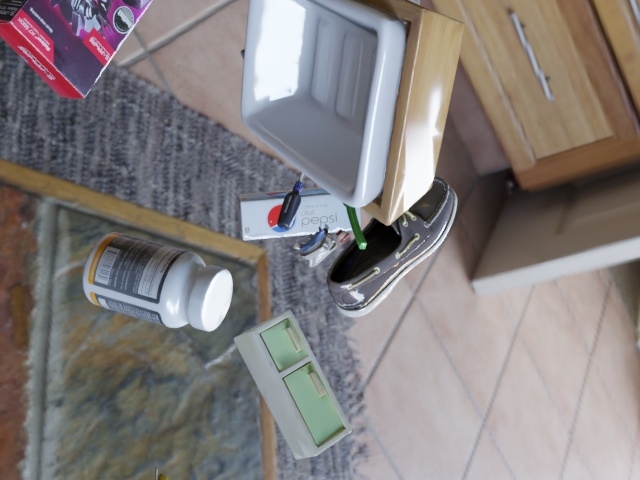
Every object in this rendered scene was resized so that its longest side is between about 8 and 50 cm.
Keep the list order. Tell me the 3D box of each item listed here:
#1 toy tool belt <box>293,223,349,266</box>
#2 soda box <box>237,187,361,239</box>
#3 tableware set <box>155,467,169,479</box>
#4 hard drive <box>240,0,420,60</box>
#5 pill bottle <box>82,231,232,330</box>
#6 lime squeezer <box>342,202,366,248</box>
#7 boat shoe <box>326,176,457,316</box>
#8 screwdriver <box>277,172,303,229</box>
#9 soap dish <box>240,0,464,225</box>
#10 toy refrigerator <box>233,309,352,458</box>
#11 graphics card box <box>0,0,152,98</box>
[{"bbox_3d":[0.000,0.000,1.414,0.051,0.083,0.052,48,11,2],"label":"toy tool belt"},{"bbox_3d":[-0.040,-0.051,1.576,0.069,0.216,0.073,-129,-145,-72],"label":"soda box"},{"bbox_3d":[-0.294,0.520,1.710,0.154,0.024,0.104,55,21,-45],"label":"tableware set"},{"bbox_3d":[0.034,-0.368,1.684,0.064,0.339,0.237,65,5,19],"label":"hard drive"},{"bbox_3d":[-0.333,0.088,1.800,0.162,0.279,0.162,14,90,-72],"label":"pill bottle"},{"bbox_3d":[0.077,-0.088,1.516,0.110,0.059,0.310,37,40,-1],"label":"lime squeezer"},{"bbox_3d":[0.133,-0.005,1.610,0.324,0.117,0.096,-46,142,-14],"label":"boat shoe"},{"bbox_3d":[-0.022,-0.090,1.170,0.024,0.025,0.169,37,64,-36],"label":"screwdriver"},{"bbox_3d":[0.027,-0.181,0.971,0.118,0.291,0.228,-11,122,-32],"label":"soap dish"},{"bbox_3d":[-0.053,0.281,1.711,0.102,0.094,0.269,-26,87,-35],"label":"toy refrigerator"},{"bbox_3d":[-0.480,-0.505,1.788,0.370,0.094,0.233,-61,141,-19],"label":"graphics card box"}]
